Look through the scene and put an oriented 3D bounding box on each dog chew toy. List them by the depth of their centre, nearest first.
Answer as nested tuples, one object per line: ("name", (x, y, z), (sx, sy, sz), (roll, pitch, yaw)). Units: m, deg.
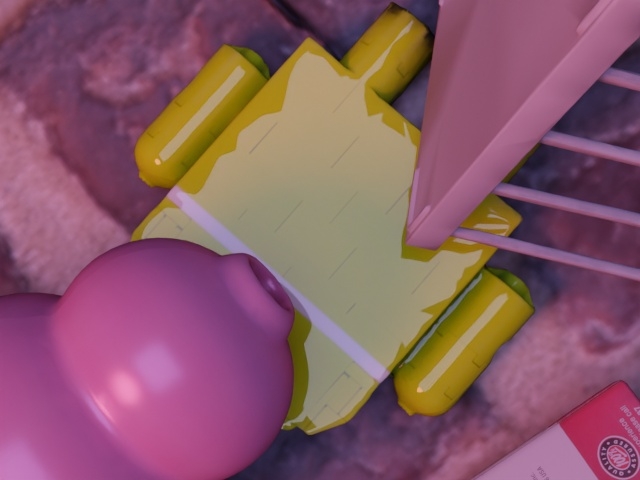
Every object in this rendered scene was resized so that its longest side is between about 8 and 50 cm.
("dog chew toy", (-0.153, 0.122, 0.669), (0.332, 0.206, 0.206), (-39, 84, 10))

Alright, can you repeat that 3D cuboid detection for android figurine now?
("android figurine", (0.000, 0.000, 0.765), (0.248, 0.056, 0.273), (39, 88, 5))

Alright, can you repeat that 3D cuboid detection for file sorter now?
("file sorter", (0.170, -0.112, 0.618), (0.173, 0.277, 0.192), (12, 69, -8))

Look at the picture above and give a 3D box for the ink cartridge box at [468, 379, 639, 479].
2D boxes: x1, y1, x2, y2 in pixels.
("ink cartridge box", (0.123, 0.207, 0.703), (0.218, 0.092, 0.158), (-34, 62, 1))
